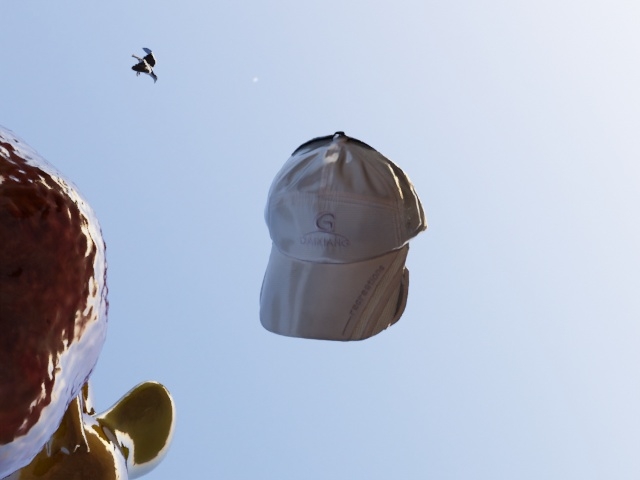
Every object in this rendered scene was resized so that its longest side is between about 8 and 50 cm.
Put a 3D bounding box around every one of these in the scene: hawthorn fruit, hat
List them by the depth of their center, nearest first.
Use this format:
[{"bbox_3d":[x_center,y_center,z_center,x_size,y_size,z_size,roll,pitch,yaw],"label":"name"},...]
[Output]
[{"bbox_3d":[-0.211,0.039,0.522,0.205,0.253,0.205,6,-109,-17],"label":"hawthorn fruit"},{"bbox_3d":[0.000,0.000,1.212,0.226,0.220,0.164,-66,-29,-43],"label":"hat"}]

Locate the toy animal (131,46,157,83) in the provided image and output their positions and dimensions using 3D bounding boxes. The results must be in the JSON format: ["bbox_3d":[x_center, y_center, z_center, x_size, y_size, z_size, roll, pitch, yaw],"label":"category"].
[{"bbox_3d":[-0.260,-0.254,1.512,0.084,0.028,0.050,-84,-20,-57],"label":"toy animal"}]

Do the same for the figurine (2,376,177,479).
[{"bbox_3d":[-0.243,0.164,0.869,0.215,0.228,0.215,-46,-33,-41],"label":"figurine"}]
